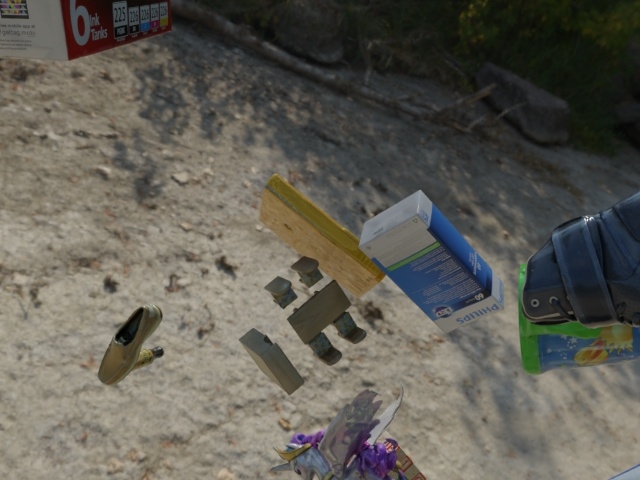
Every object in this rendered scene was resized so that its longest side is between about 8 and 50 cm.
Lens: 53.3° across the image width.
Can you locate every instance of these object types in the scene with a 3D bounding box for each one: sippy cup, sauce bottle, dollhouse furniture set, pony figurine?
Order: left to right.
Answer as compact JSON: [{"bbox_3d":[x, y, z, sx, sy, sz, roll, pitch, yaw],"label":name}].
[{"bbox_3d":[-0.398,0.261,1.423,0.042,0.042,0.128,34,17,16],"label":"sauce bottle"},{"bbox_3d":[-0.031,0.190,1.364,0.212,0.242,0.161,57,-17,-19],"label":"dollhouse furniture set"},{"bbox_3d":[0.089,0.500,1.386,0.363,0.351,0.303,48,10,28],"label":"pony figurine"},{"bbox_3d":[0.529,0.160,1.301,0.224,0.240,0.305,-3,30,23],"label":"sippy cup"}]

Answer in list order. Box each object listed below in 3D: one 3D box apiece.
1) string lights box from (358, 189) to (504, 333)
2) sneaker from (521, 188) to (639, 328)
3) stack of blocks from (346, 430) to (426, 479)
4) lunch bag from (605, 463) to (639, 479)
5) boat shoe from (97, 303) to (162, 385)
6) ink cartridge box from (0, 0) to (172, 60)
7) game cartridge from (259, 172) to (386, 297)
[{"bbox_3d":[0.205,0.046,1.154,0.259,0.133,0.077,44,36,-22],"label":"string lights box"},{"bbox_3d":[0.260,0.075,0.516,0.086,0.163,0.226,22,50,-52],"label":"sneaker"},{"bbox_3d":[0.157,0.640,1.839,0.297,0.171,0.087,53,-7,-27],"label":"stack of blocks"},{"bbox_3d":[0.353,0.307,0.584,0.303,0.243,0.115,48,19,-30],"label":"lunch bag"},{"bbox_3d":[-0.398,0.207,1.283,0.068,0.190,0.072,30,-1,18],"label":"boat shoe"},{"bbox_3d":[-0.294,-0.368,0.740,0.130,0.272,0.309,4,25,7],"label":"ink cartridge box"},{"bbox_3d":[0.000,0.000,1.471,0.323,0.053,0.285,37,-15,1],"label":"game cartridge"}]
